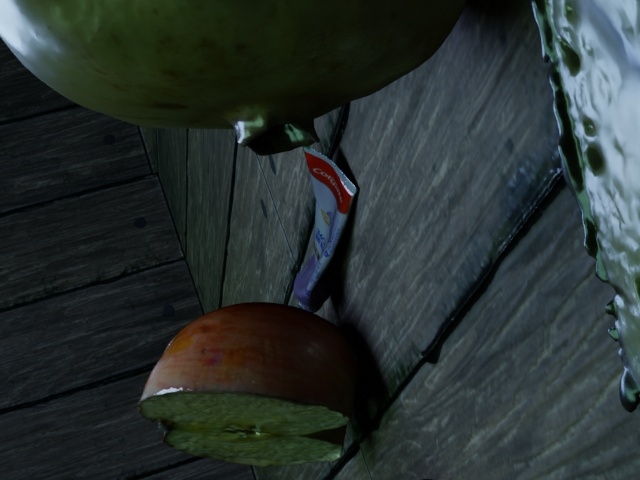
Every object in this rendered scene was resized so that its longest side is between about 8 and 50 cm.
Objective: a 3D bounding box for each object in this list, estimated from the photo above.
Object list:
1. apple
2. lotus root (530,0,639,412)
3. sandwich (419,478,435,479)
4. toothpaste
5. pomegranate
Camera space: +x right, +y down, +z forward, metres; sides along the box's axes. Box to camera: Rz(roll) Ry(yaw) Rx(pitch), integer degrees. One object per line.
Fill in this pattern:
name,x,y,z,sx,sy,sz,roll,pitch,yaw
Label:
apple,-0.080,0.158,1.393,0.293,0.251,0.163,98,177,-63
lotus root,0.160,-0.045,0.473,0.170,0.074,0.260,-157,53,-73
sandwich,0.092,0.355,1.230,0.212,0.109,0.292,53,160,42
toothpaste,0.000,0.000,1.303,0.301,0.048,0.075,99,157,-58
pomegranate,-0.064,-0.206,0.706,0.332,0.332,0.332,164,90,-78
